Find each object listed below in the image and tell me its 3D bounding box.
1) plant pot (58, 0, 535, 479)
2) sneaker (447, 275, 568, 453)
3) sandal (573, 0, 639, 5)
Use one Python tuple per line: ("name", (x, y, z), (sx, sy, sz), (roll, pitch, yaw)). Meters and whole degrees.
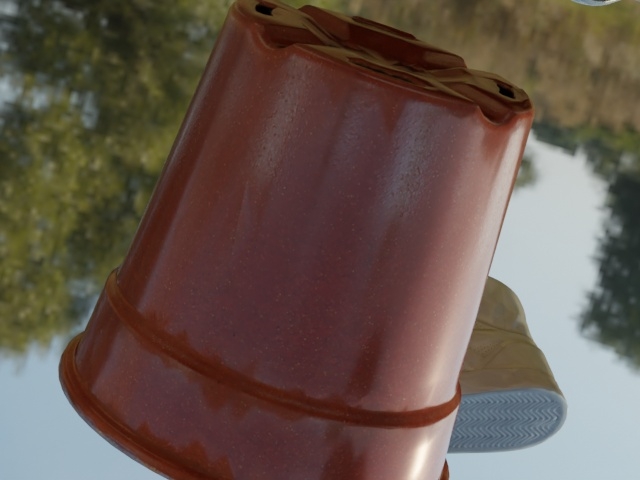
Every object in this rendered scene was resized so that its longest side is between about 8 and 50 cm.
("plant pot", (0.000, 0.000, 1.009), (0.272, 0.265, 0.272), (18, -164, -5))
("sneaker", (0.047, 0.095, 1.328), (0.292, 0.108, 0.169), (3, -141, -14))
("sandal", (0.271, -0.223, 1.280), (0.060, 0.090, 0.219), (19, -172, 39))
